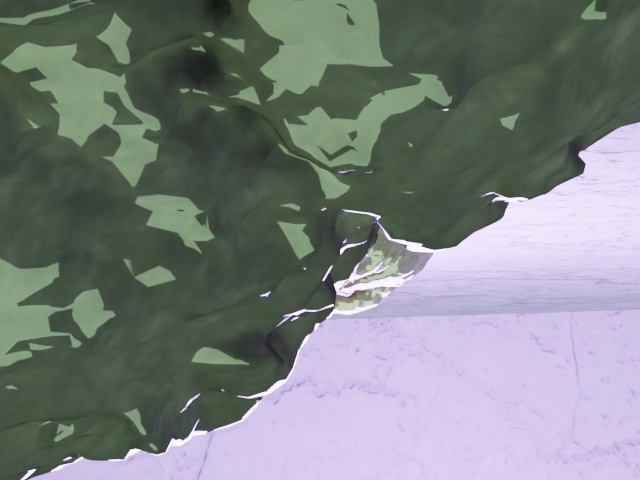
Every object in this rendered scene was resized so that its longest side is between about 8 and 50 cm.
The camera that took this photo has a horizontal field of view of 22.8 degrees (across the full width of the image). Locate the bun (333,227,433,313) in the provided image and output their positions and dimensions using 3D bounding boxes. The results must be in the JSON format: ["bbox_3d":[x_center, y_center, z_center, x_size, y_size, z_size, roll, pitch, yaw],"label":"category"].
[{"bbox_3d":[0.000,0.000,1.194,0.188,0.111,0.164,0,170,20],"label":"bun"}]

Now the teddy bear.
[{"bbox_3d":[-0.043,-0.069,0.458,0.368,0.224,0.357,-23,157,10],"label":"teddy bear"}]
